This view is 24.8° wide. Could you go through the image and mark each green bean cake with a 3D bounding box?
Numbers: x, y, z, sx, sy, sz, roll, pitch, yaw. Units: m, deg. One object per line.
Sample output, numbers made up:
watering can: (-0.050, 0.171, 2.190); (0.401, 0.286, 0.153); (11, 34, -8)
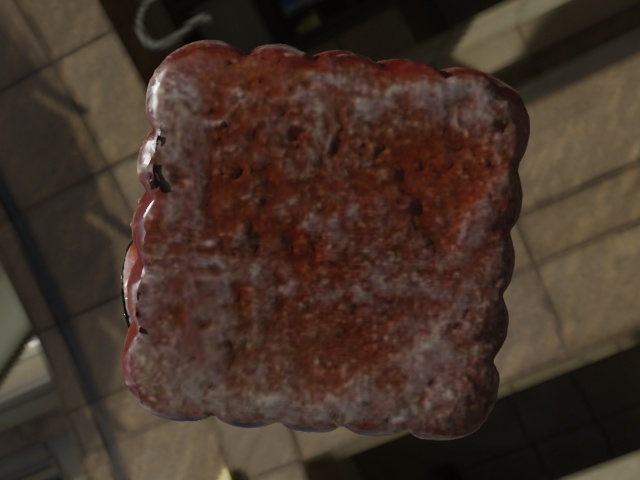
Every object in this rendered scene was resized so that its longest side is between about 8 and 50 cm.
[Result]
green bean cake: (0.000, 0.000, 0.518); (0.056, 0.135, 0.135); (-127, 42, -79)

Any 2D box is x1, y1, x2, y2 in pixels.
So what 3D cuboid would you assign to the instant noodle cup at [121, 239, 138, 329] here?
instant noodle cup: (-0.055, 0.031, 0.977); (0.127, 0.136, 0.127); (-9, -90, -75)
